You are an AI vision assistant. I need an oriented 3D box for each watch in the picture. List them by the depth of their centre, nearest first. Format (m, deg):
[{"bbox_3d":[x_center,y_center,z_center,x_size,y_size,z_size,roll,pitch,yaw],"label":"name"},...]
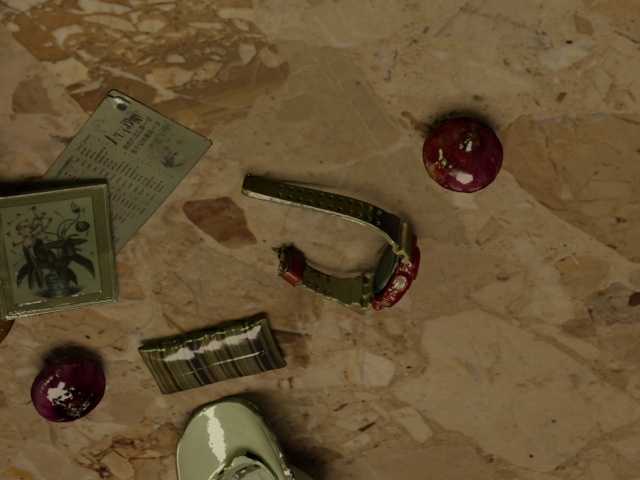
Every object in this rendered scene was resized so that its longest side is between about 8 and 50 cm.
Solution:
[{"bbox_3d":[0.005,0.006,2.010,0.269,0.102,0.164,16,132,-7],"label":"watch"}]

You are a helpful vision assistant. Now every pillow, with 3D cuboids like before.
[{"bbox_3d":[-0.161,0.178,2.185,0.204,0.038,0.113,-14,132,9],"label":"pillow"}]

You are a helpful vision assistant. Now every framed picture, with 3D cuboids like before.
[{"bbox_3d":[-0.372,0.016,2.009,0.173,0.010,0.231,-9,134,-11],"label":"framed picture"}]

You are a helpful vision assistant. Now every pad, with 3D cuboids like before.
[{"bbox_3d":[-0.281,-0.081,1.957,0.160,0.009,0.265,27,127,-26],"label":"pad"}]

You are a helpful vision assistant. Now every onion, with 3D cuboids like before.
[{"bbox_3d":[0.187,-0.114,1.889,0.107,0.107,0.097,1,147,-5],"label":"onion"},{"bbox_3d":[-0.375,0.226,2.175,0.115,0.104,0.115,-13,127,-17],"label":"onion"}]

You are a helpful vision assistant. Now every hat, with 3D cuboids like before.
[{"bbox_3d":[-0.102,0.378,2.330,0.258,0.168,0.301,-6,111,24],"label":"hat"}]

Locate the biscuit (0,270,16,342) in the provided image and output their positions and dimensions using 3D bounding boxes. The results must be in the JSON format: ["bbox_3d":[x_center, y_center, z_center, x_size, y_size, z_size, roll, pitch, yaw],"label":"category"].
[{"bbox_3d":[-0.589,0.074,2.063,0.318,0.040,0.317,-2,132,-2],"label":"biscuit"}]
